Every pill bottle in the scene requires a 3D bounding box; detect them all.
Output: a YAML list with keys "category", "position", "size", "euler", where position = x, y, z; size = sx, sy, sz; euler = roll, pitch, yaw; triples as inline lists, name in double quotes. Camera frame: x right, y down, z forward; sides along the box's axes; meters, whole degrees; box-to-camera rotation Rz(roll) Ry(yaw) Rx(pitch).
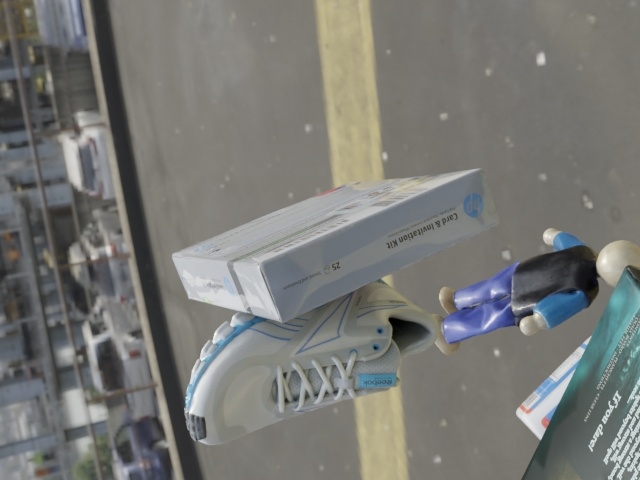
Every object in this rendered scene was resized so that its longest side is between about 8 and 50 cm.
- category: "pill bottle"
  position: [0.397, 0.212, 1.436]
  size: [0.124, 0.221, 0.124]
  euler: [46, 180, 0]

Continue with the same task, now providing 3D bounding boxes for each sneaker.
- category: "sneaker"
  position: [0.002, 0.073, 0.619]
  size: [0.083, 0.190, 0.071]
  euler: [23, 127, 36]

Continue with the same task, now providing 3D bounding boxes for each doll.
- category: "doll"
  position: [0.178, 0.037, 0.831]
  size: [0.189, 0.129, 0.046]
  euler: [-23, 116, 41]

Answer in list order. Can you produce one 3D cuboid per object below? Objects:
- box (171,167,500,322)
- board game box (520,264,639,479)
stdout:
- category: "box"
  position: [0.000, 0.000, 0.630]
  size: [0.186, 0.145, 0.038]
  euler: [4, 115, 67]
- category: "board game box"
  position: [0.094, 0.118, 0.330]
  size: [0.126, 0.026, 0.186]
  euler: [-103, 29, -63]
